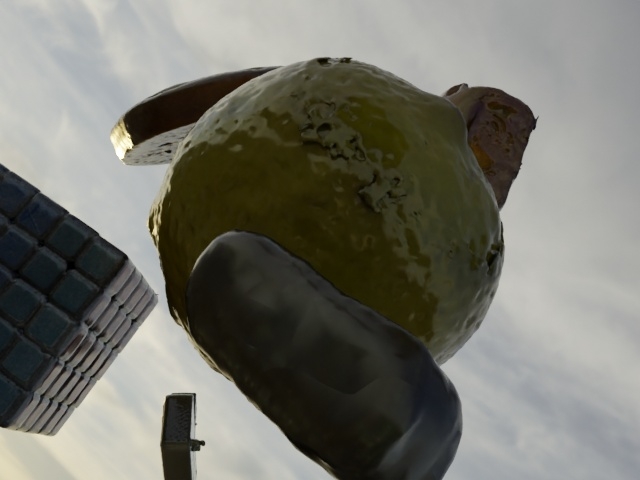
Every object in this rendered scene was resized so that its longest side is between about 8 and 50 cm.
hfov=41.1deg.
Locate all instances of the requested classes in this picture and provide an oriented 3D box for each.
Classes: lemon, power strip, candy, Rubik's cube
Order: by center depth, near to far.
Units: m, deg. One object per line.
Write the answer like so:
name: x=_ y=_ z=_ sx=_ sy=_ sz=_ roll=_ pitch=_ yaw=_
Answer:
candy: x=-0.005 y=0.082 z=0.594 sx=0.234 sy=0.102 sz=0.104 roll=32 pitch=-12 yaw=43
lemon: x=0.000 y=0.000 z=0.876 sx=0.387 sy=0.350 sz=0.350 roll=-40 pitch=-83 yaw=20
Rubik's cube: x=-0.371 y=0.077 z=1.037 sx=0.237 sy=0.237 sz=0.238 roll=32 pitch=-17 yaw=7
power strip: x=-0.189 y=0.284 z=1.197 sx=0.061 sy=0.145 sz=0.215 roll=0 pitch=-44 yaw=-7

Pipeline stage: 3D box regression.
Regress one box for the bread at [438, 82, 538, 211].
bread: x=0.159 y=-0.079 z=1.175 sx=0.149 sy=0.195 sz=0.344 roll=22 pitch=-22 yaw=-1

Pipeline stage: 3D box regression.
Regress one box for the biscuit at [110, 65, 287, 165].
biscuit: x=-0.124 y=-0.181 z=1.220 sx=0.394 sy=0.351 sz=0.070 roll=-13 pitch=-91 yaw=62
